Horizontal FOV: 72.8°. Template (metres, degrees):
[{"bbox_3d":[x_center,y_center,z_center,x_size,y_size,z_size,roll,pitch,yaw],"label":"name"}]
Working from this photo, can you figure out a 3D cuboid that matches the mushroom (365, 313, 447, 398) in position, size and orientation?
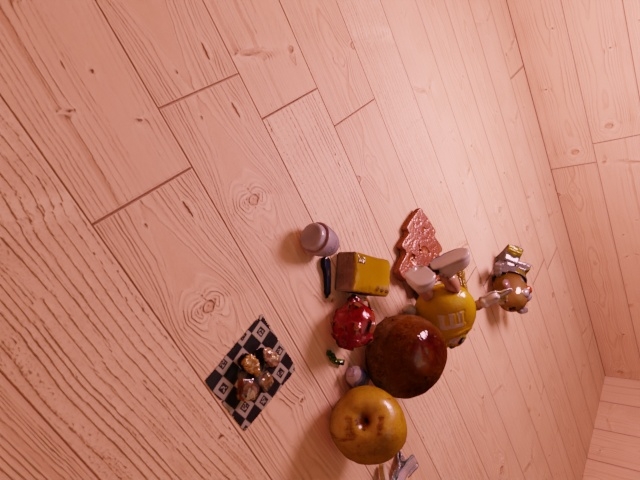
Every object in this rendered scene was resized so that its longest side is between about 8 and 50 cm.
[{"bbox_3d":[0.280,0.364,1.342,0.283,0.195,0.263,47,61,-40],"label":"mushroom"}]

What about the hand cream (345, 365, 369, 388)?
[{"bbox_3d":[0.116,0.414,1.292,0.142,0.053,0.084,52,52,-41],"label":"hand cream"}]

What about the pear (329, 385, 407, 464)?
[{"bbox_3d":[0.131,0.506,1.187,0.209,0.209,0.209,5,83,-45],"label":"pear"}]

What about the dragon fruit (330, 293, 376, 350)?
[{"bbox_3d":[0.098,0.235,1.234,0.133,0.136,0.166,35,42,-27],"label":"dragon fruit"}]

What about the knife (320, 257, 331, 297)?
[{"bbox_3d":[0.018,0.105,1.238,0.031,0.018,0.121,-2,88,-52],"label":"knife"}]

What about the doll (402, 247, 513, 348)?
[{"bbox_3d":[0.430,0.204,1.456,0.423,0.348,0.161,34,28,-28],"label":"doll"}]

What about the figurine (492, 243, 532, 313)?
[{"bbox_3d":[0.869,0.193,1.974,0.342,0.167,0.285,36,52,-13],"label":"figurine"}]

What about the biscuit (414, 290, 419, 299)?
[{"bbox_3d":[0.378,0.170,1.595,0.120,0.015,0.120,6,82,-44],"label":"biscuit"}]

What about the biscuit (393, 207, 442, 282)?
[{"bbox_3d":[0.357,0.035,1.561,0.284,0.043,0.306,7,77,-37],"label":"biscuit"}]

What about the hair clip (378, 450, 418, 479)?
[{"bbox_3d":[0.228,0.764,1.353,0.159,0.071,0.218,56,46,-22],"label":"hair clip"}]

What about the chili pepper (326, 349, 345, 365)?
[{"bbox_3d":[0.041,0.337,1.240,0.027,0.022,0.083,-46,125,1],"label":"chili pepper"}]

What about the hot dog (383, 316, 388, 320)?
[{"bbox_3d":[0.219,0.291,1.421,0.037,0.021,0.083,4,85,-46],"label":"hot dog"}]

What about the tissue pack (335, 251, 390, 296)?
[{"bbox_3d":[0.130,0.103,1.305,0.169,0.082,0.120,16,74,-43],"label":"tissue pack"}]

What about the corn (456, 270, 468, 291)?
[{"bbox_3d":[0.538,0.166,1.715,0.080,0.080,0.231,-29,109,-43],"label":"corn"}]

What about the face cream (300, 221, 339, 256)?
[{"bbox_3d":[0.000,0.000,1.180,0.095,0.091,0.091,27,68,-49],"label":"face cream"}]

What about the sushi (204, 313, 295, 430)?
[{"bbox_3d":[-0.147,0.317,1.037,0.210,0.040,0.193,-47,118,-37],"label":"sushi"}]
